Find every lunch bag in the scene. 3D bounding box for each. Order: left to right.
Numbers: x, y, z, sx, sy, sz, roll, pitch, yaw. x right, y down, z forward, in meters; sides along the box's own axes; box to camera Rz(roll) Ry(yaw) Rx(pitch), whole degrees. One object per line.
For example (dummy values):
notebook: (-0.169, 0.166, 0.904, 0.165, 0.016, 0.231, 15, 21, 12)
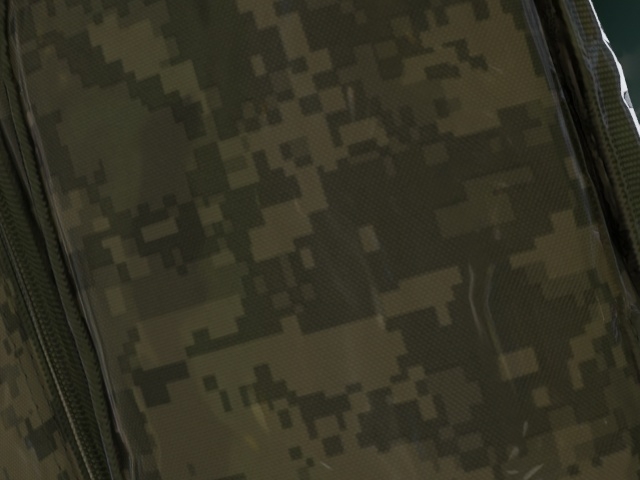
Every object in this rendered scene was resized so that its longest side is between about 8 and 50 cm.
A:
lunch bag: (0.000, 0.000, 0.442, 0.256, 0.212, 0.305, -17, -89, 40)

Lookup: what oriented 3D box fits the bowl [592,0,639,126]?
bowl: (0.049, -0.177, 0.707, 0.311, 0.163, 0.311, -1, -56, -1)
